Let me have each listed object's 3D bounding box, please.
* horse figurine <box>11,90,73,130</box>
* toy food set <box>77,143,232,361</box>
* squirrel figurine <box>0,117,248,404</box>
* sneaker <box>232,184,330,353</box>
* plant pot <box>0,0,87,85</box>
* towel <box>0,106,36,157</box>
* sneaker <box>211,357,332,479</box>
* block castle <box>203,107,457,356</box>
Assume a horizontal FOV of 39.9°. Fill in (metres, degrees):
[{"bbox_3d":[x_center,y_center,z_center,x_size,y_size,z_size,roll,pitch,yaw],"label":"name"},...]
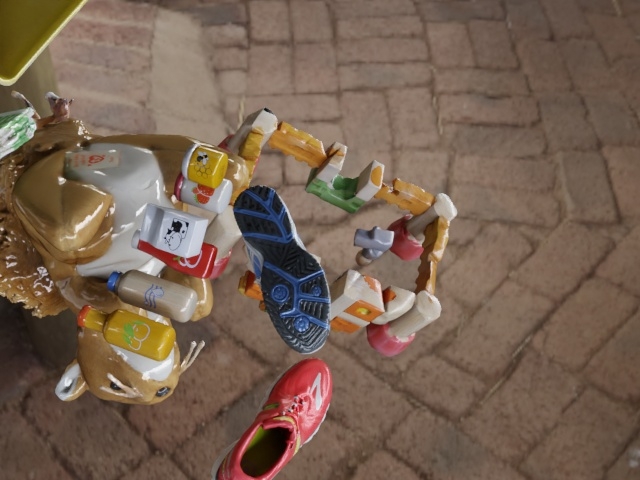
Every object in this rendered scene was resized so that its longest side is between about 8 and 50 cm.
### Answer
[{"bbox_3d":[-0.541,-0.154,1.558,0.174,0.066,0.263,27,89,28],"label":"horse figurine"},{"bbox_3d":[-0.175,0.001,0.960,0.104,0.232,0.111,18,9,9],"label":"toy food set"},{"bbox_3d":[-0.316,0.040,1.256,0.397,0.370,0.281,25,39,33],"label":"squirrel figurine"},{"bbox_3d":[-0.038,0.036,1.052,0.080,0.081,0.211,-19,70,-1],"label":"sneaker"},{"bbox_3d":[-0.380,-0.331,0.943,0.187,0.212,0.212,28,75,35],"label":"plant pot"},{"bbox_3d":[-0.470,-0.082,0.996,0.247,0.038,0.325,-11,21,-1],"label":"towel"},{"bbox_3d":[-0.055,0.291,1.369,0.107,0.118,0.279,39,57,-2],"label":"sneaker"},{"bbox_3d":[0.000,0.000,1.580,0.453,0.213,0.303,24,56,-16],"label":"block castle"}]
